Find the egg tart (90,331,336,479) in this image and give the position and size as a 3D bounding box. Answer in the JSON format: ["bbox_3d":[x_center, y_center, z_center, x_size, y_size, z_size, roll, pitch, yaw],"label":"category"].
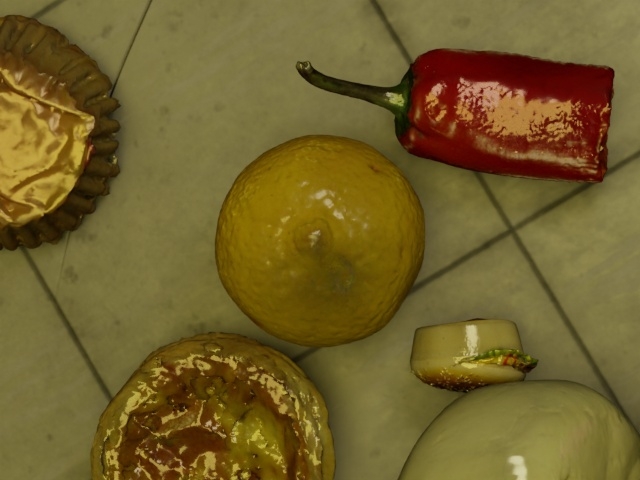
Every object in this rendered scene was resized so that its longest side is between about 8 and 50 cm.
[{"bbox_3d":[-0.114,0.246,1.969,0.290,0.115,0.290,0,89,11],"label":"egg tart"}]

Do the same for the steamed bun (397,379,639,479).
[{"bbox_3d":[0.199,0.301,1.829,0.233,0.334,0.312,-7,74,32],"label":"steamed bun"}]

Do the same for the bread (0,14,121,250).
[{"bbox_3d":[-0.360,-0.124,1.991,0.274,0.149,0.274,0,89,3],"label":"bread"}]

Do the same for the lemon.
[{"bbox_3d":[-0.003,0.002,1.875,0.228,0.253,0.228,3,104,14],"label":"lemon"}]

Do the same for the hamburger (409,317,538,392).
[{"bbox_3d":[0.167,0.129,1.911,0.141,0.126,0.081,-6,81,12],"label":"hamburger"}]

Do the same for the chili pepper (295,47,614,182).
[{"bbox_3d":[0.147,-0.144,1.908,0.338,0.131,0.134,5,117,6],"label":"chili pepper"}]
